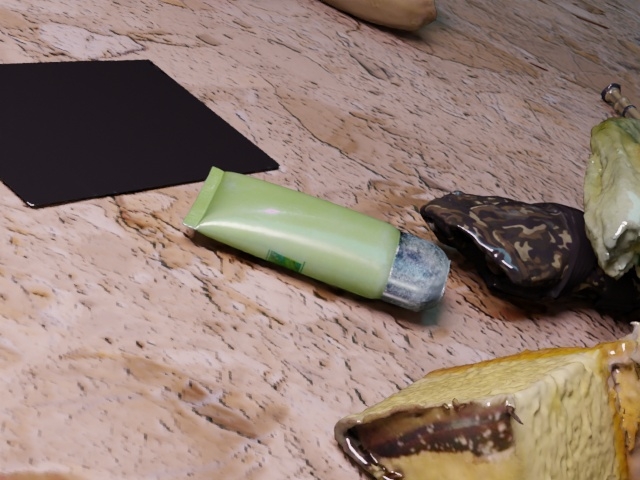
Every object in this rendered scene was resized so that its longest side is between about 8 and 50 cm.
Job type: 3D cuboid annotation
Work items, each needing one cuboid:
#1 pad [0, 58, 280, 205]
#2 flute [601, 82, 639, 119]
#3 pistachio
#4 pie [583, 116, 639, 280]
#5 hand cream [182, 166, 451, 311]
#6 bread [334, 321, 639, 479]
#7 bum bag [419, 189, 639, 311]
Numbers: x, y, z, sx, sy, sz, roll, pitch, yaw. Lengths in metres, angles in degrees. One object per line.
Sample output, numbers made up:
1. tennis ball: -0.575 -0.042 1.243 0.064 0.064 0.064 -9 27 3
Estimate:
1. pad: -0.159 -0.084 0.901 0.164 0.004 0.243 40 30 26
2. flute: 0.364 -0.101 1.349 0.027 0.027 0.233 10 31 -28
3. pistachio: 0.046 -0.301 1.323 0.206 0.131 0.129 29 70 6
4. pie: 0.298 0.025 0.956 0.302 0.067 0.302 38 27 -23
5. hand cream: 0.000 0.000 0.848 0.175 0.046 0.095 18 28 -1
6. bread: 0.099 0.116 0.708 0.152 0.127 0.147 4 12 39
7. bum bag: 0.184 0.009 0.958 0.248 0.069 0.102 4 19 -39
